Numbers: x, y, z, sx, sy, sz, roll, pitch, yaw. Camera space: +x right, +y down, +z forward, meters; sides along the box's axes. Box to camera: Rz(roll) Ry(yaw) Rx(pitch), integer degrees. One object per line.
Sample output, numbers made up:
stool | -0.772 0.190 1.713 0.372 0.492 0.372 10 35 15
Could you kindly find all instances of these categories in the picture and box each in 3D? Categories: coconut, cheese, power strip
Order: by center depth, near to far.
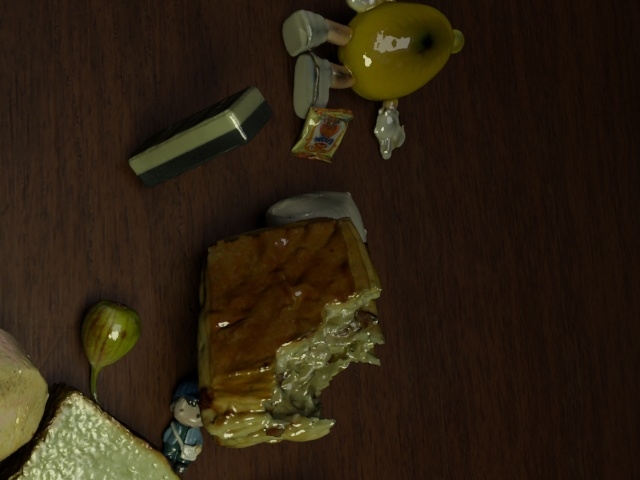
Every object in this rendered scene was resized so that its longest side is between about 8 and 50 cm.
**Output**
coconut | -0.485 0.209 0.970 0.197 0.236 0.237 76 31 -58
power strip | -0.205 -0.168 1.255 0.070 0.256 0.105 57 36 -19
cheese | 0.000 0.000 1.457 0.198 0.154 0.189 -14 95 -41

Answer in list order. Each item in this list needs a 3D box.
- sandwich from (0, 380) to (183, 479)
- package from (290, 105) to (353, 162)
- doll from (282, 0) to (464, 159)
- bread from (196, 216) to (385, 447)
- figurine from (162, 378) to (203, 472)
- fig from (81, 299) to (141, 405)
sandwich | -0.366 0.398 1.106 0.271 0.099 0.301 50 56 -28
package | 0.003 -0.217 1.549 0.108 0.031 0.121 5 121 -38
doll | 0.110 -0.379 1.632 0.423 0.161 0.348 21 90 -36
bread | -0.048 0.157 1.265 0.314 0.192 0.370 -9 56 -4
figurine | -0.216 0.306 1.264 0.086 0.087 0.149 16 81 4
fig | -0.335 0.175 1.185 0.093 0.093 0.166 23 68 -34
